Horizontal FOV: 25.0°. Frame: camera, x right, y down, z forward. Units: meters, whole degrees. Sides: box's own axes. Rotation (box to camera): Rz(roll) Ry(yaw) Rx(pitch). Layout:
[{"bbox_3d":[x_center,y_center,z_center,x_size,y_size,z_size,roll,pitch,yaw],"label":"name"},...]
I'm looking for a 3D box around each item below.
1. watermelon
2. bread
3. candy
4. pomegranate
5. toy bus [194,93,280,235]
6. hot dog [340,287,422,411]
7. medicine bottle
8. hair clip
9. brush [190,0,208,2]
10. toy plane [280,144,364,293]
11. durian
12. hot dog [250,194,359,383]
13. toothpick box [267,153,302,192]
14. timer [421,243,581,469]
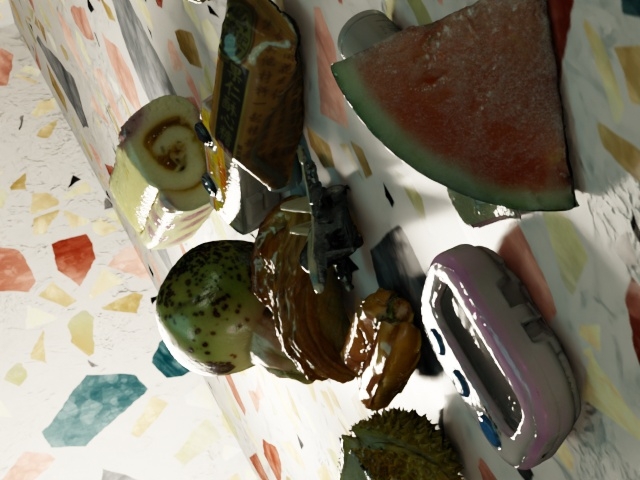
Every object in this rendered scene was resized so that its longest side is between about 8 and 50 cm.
[{"bbox_3d":[0.122,-0.101,1.143,0.207,0.136,0.202,44,165,19],"label":"watermelon"},{"bbox_3d":[-0.247,-0.104,2.363,0.187,0.155,0.338,57,162,4],"label":"bread"},{"bbox_3d":[-0.075,-0.194,1.726,0.143,0.101,0.271,47,150,28],"label":"candy"},{"bbox_3d":[-0.115,0.128,2.171,0.276,0.222,0.204,46,145,7],"label":"pomegranate"},{"bbox_3d":[-0.108,-0.112,1.997,0.106,0.092,0.268,48,159,25],"label":"toy bus"},{"bbox_3d":[0.072,0.133,1.768,0.115,0.072,0.269,62,166,14],"label":"hot dog"},{"bbox_3d":[0.061,-0.169,1.353,0.091,0.058,0.058,54,161,40],"label":"medicine bottle"},{"bbox_3d":[0.152,-0.039,1.311,0.054,0.022,0.137,65,165,-2],"label":"hair clip"},{"bbox_3d":[-0.119,-0.354,1.701,0.084,0.071,0.301,70,160,-1],"label":"brush"},{"bbox_3d":[0.011,-0.004,1.711,0.262,0.088,0.192,-110,0,-65],"label":"toy plane"},{"bbox_3d":[0.107,0.306,1.789,0.193,0.138,0.237,57,161,19],"label":"durian"},{"bbox_3d":[-0.027,0.072,1.926,0.175,0.114,0.259,-121,11,-68],"label":"hot dog"},{"bbox_3d":[-0.056,-0.110,1.876,0.052,0.052,0.083,49,159,49],"label":"toothpick box"},{"bbox_3d":[0.171,0.111,1.388,0.208,0.069,0.191,61,165,22],"label":"timer"}]
